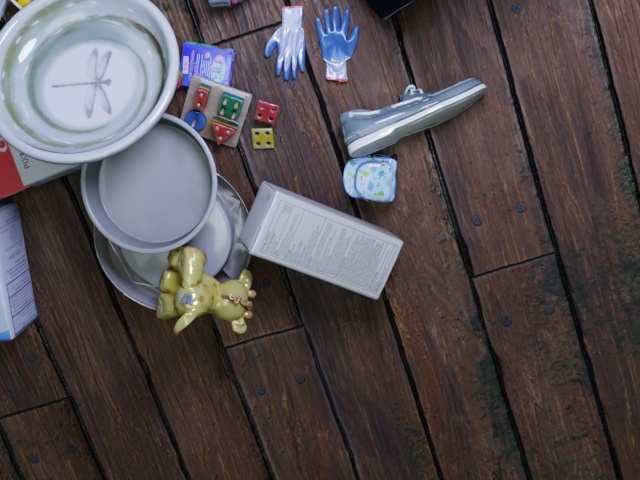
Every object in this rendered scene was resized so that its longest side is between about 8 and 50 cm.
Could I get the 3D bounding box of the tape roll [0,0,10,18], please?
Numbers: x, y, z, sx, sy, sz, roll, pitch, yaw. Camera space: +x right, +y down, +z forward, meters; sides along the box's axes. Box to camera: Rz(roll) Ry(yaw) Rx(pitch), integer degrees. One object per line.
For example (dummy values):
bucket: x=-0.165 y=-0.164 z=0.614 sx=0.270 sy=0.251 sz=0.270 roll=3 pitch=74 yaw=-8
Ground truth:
tape roll: x=-0.737 y=-0.460 z=1.695 sx=0.100 sy=0.286 sz=0.286 roll=38 pitch=104 yaw=-7

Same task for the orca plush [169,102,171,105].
orca plush: x=-0.420 y=-0.299 z=1.815 sx=0.287 sy=0.102 sz=0.151 roll=-44 pitch=99 yaw=13

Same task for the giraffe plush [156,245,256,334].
giraffe plush: x=-0.229 y=0.112 z=1.794 sx=0.170 sy=0.210 sz=0.182 roll=13 pitch=104 yaw=-30

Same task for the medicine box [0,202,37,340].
medicine box: x=-0.808 y=0.073 z=1.912 sx=0.263 sy=0.149 sz=0.290 roll=-4 pitch=104 yaw=4

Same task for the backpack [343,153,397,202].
backpack: x=0.106 y=-0.136 z=1.843 sx=0.114 sy=0.084 sz=0.105 roll=5 pitch=103 yaw=4

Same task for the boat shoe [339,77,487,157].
boat shoe: x=0.190 y=-0.281 z=1.785 sx=0.319 sy=0.116 sz=0.099 roll=-24 pitch=78 yaw=2

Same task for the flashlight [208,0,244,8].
flashlight: x=-0.082 y=-0.539 z=1.741 sx=0.303 sy=0.103 sz=0.103 roll=-5 pitch=67 yaw=0

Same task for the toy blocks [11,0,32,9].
toy blocks: x=-0.558 y=-0.520 z=1.789 sx=0.123 sy=0.054 sz=0.148 roll=42 pitch=93 yaw=-14

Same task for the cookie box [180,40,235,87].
cookie box: x=-0.242 y=-0.370 z=1.819 sx=0.107 sy=0.040 sz=0.092 roll=10 pitch=107 yaw=-1

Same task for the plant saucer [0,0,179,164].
plant saucer: x=-0.471 y=-0.323 z=1.719 sx=0.400 sy=0.100 sz=0.401 roll=-2 pitch=71 yaw=5

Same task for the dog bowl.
dog bowl: x=-0.317 y=-0.019 z=1.886 sx=0.348 sy=0.102 sz=0.349 roll=1 pitch=104 yaw=3

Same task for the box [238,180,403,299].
box: x=0.000 y=0.000 z=1.812 sx=0.311 sy=0.121 sz=0.148 roll=22 pitch=98 yaw=-22

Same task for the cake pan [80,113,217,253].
cake pan: x=-0.351 y=-0.120 z=1.774 sx=0.293 sy=0.054 sz=0.293 roll=1 pitch=94 yaw=8

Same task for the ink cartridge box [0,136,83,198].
ink cartridge box: x=-0.669 y=-0.255 z=1.829 sx=0.261 sy=0.066 sz=0.296 roll=-20 pitch=91 yaw=7

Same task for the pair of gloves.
pair of gloves: x=-0.019 y=-0.417 z=1.806 sx=0.198 sy=0.023 sz=0.159 roll=3 pitch=105 yaw=1

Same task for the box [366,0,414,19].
box: x=0.223 y=-0.626 z=1.561 sx=0.395 sy=0.293 sz=0.212 roll=-42 pitch=100 yaw=0

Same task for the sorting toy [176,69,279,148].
sorting toy: x=-0.220 y=-0.265 z=1.821 sx=0.274 sy=0.046 sz=0.132 roll=19 pitch=124 yaw=-7
